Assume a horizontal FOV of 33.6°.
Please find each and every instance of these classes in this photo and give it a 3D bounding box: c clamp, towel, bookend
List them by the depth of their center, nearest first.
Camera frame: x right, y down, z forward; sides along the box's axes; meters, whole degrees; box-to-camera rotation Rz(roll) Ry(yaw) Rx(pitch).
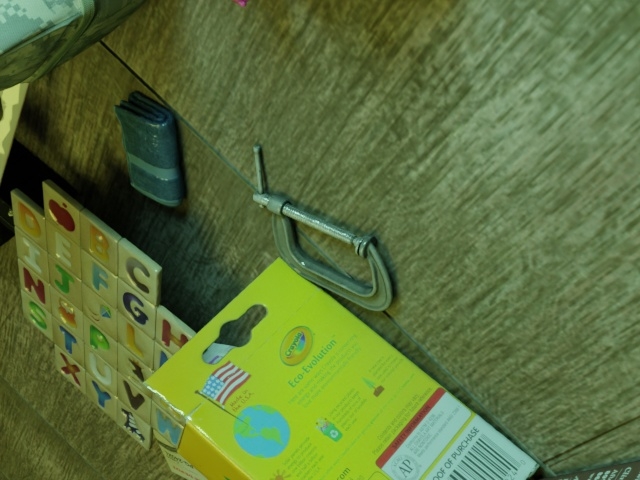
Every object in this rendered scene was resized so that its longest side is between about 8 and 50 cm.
[{"bbox_3d":[0.000,0.000,0.966,0.161,0.022,0.137,29,143,26],"label":"c clamp"},{"bbox_3d":[-0.169,-0.086,1.056,0.067,0.029,0.119,29,143,24],"label":"towel"},{"bbox_3d":[-0.379,-0.040,1.298,0.156,0.072,0.157,38,146,12],"label":"bookend"}]

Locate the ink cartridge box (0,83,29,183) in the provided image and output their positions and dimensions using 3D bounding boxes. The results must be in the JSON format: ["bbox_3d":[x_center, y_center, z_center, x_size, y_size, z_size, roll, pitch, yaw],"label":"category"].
[{"bbox_3d":[-0.431,-0.187,1.113,0.261,0.066,0.296,22,122,-8],"label":"ink cartridge box"}]

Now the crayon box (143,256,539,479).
[{"bbox_3d":[0.015,0.184,0.984,0.318,0.202,0.081,40,146,12],"label":"crayon box"}]

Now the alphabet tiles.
[{"bbox_3d":[-0.247,0.096,1.196,0.285,0.011,0.342,37,142,21],"label":"alphabet tiles"}]

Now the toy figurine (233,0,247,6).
[{"bbox_3d":[-0.023,-0.215,0.717,0.173,0.130,0.159,23,162,-9],"label":"toy figurine"}]

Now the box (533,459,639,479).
[{"bbox_3d":[0.271,0.269,0.800,0.143,0.191,0.381,48,148,-4],"label":"box"}]

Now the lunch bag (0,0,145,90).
[{"bbox_3d":[-0.321,-0.252,0.844,0.305,0.256,0.213,54,146,-11],"label":"lunch bag"}]

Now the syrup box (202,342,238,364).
[{"bbox_3d":[-0.082,0.244,1.249,0.096,0.093,0.236,7,130,45],"label":"syrup box"}]

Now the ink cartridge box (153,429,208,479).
[{"bbox_3d":[-0.160,0.249,1.367,0.109,0.063,0.150,16,136,38],"label":"ink cartridge box"}]
